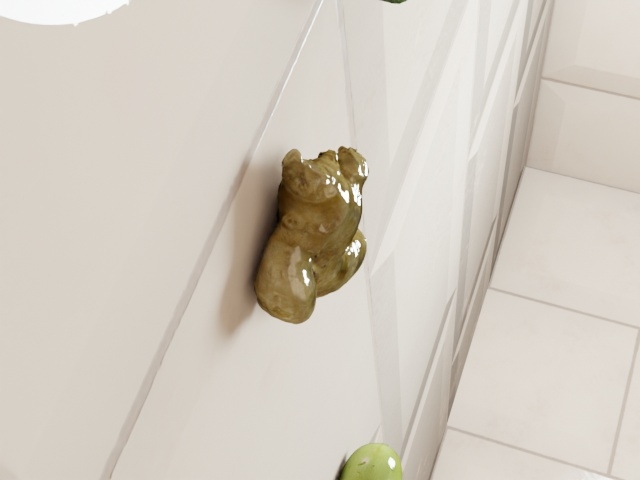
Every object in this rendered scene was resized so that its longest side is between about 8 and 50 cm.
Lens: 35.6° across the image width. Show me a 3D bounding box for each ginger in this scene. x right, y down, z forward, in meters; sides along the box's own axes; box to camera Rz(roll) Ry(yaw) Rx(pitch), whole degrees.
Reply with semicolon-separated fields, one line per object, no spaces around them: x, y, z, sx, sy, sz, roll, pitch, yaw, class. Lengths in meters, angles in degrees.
0.004;-0.008;0.745;0.214;0.059;0.133;-16;124;-73;ginger

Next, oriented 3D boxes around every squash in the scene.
0.040;0.377;1.273;0.083;0.083;0.250;71;38;-67;squash

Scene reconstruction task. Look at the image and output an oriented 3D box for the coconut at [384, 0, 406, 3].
0.049;-0.197;0.669;0.081;0.083;0.082;78;-8;-46;coconut
